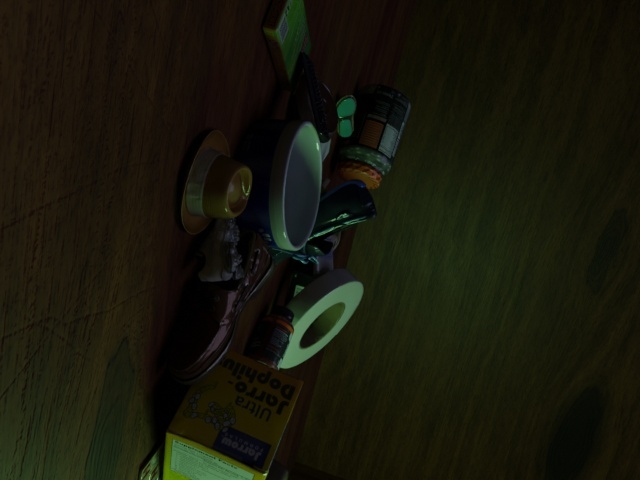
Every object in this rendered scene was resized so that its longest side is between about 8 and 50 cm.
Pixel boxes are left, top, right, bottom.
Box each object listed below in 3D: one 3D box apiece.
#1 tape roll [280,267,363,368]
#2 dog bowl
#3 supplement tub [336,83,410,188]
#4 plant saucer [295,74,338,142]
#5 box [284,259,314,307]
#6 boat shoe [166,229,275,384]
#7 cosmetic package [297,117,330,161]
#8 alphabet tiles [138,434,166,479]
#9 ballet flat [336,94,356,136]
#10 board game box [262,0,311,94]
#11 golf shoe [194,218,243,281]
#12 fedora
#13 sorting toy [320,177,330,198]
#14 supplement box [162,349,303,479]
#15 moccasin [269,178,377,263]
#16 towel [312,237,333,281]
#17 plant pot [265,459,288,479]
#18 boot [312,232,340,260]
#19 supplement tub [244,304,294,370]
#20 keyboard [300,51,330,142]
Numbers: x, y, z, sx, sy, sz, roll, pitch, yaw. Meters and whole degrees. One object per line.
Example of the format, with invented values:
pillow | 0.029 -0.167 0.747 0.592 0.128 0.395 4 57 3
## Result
tape roll | -0.017 0.259 2.062 0.392 0.072 0.392 -37 154 -22
dog bowl | -0.081 -0.115 1.287 0.265 0.104 0.265 7 90 -75
supplement tub | 0.185 -0.372 2.256 0.207 0.207 0.338 74 34 -74
plant saucer | -0.002 -0.319 1.500 0.168 0.029 0.169 29 55 -51
box | -0.050 0.163 2.170 0.158 0.093 0.156 -51 156 -70
boat shoe | -0.197 0.112 1.156 0.307 0.110 0.104 -62 153 -29
cosmetic package | -0.041 -0.223 1.554 0.231 0.085 0.117 -60 164 -49
alphabet tiles | -0.347 0.517 1.278 0.198 0.009 0.237 -54 159 -64
ballet flat | 0.076 -0.417 2.017 0.206 0.073 0.067 95 -13 -63
board game box | -0.061 -0.403 1.253 0.259 0.039 0.124 64 44 -74
golf shoe | -0.190 0.001 1.132 0.176 0.085 0.069 -100 174 -45
fedora | -0.166 -0.089 1.048 0.194 0.079 0.195 17 90 -82
sorting toy | -0.057 -0.096 1.603 0.274 0.046 0.132 -39 -167 48
supplement box | -0.185 0.402 1.258 0.357 0.194 0.195 110 3 -50
moccasin | -0.020 -0.010 1.462 0.342 0.117 0.137 -35 173 32
towel | 0.000 0.000 2.070 0.209 0.034 0.285 12 73 -75
plant pot | -0.212 0.615 1.581 0.263 0.229 0.263 17 90 -80
boot | 0.023 -0.019 2.337 0.165 0.077 0.213 87 24 -59
supplement tub | -0.140 0.286 1.803 0.106 0.105 0.198 94 16 -55
keyboard | -0.008 -0.301 1.335 0.108 0.023 0.180 33 45 -81
